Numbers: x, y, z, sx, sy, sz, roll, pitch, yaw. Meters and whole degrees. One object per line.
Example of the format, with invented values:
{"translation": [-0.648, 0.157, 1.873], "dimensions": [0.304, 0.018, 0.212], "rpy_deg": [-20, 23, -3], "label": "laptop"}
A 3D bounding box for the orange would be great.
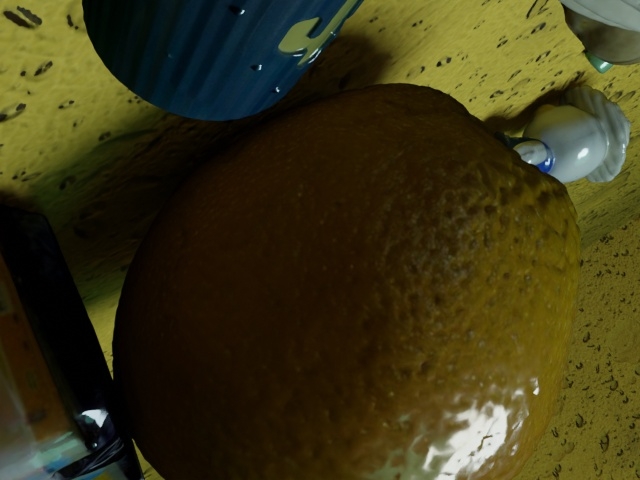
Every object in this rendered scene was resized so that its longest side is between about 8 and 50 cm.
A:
{"translation": [0.024, 0.059, 0.758], "dimensions": [0.357, 0.322, 0.322], "rpy_deg": [-48, 165, 1], "label": "orange"}

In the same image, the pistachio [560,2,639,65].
{"translation": [0.256, -0.207, 0.794], "dimensions": [0.126, 0.108, 0.185], "rpy_deg": [-19, 168, -22], "label": "pistachio"}

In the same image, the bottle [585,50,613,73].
{"translation": [0.321, -0.214, 1.087], "dimensions": [0.083, 0.030, 0.030], "rpy_deg": [-41, 164, 23], "label": "bottle"}

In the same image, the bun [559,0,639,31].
{"translation": [0.254, -0.192, 0.597], "dimensions": [0.263, 0.175, 0.263], "rpy_deg": [-30, -172, 5], "label": "bun"}

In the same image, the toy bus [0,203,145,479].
{"translation": [-0.235, 0.126, 0.757], "dimensions": [0.162, 0.171, 0.386], "rpy_deg": [-20, 163, -12], "label": "toy bus"}

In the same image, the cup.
{"translation": [-0.018, -0.143, 0.426], "dimensions": [0.176, 0.131, 0.155], "rpy_deg": [-38, 175, -32], "label": "cup"}

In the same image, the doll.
{"translation": [0.235, -0.092, 1.152], "dimensions": [0.293, 0.119, 0.138], "rpy_deg": [-21, 170, -22], "label": "doll"}
